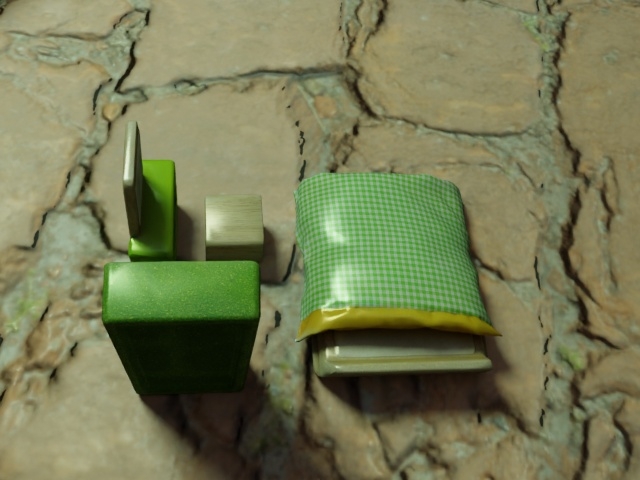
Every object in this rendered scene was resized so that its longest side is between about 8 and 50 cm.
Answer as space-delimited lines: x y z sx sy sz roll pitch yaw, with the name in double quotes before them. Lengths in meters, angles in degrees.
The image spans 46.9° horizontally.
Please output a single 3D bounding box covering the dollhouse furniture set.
"dollhouse furniture set" 0.000 0.000 0.576 0.302 0.151 0.197 -1 60 -8
